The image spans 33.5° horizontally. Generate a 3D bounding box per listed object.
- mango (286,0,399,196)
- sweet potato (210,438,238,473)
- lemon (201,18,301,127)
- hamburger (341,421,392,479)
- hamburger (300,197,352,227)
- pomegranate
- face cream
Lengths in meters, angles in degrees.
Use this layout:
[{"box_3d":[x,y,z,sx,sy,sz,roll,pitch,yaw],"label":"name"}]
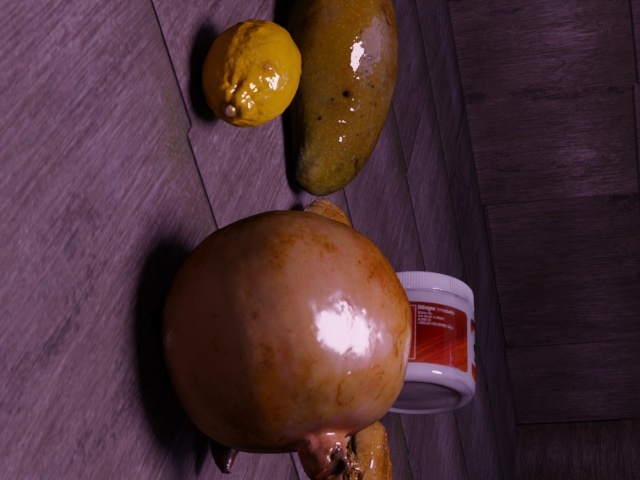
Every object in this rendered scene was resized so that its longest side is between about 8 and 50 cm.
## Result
[{"box_3d":[0.031,-0.230,1.533,0.175,0.176,0.330,179,-92,-66],"label":"mango"},{"box_3d":[-0.089,0.149,1.201,0.265,0.057,0.057,-84,161,-46],"label":"sweet potato"},{"box_3d":[-0.080,-0.189,1.218,0.155,0.114,0.114,-74,154,-47],"label":"lemon"},{"box_3d":[0.064,0.343,1.624,0.147,0.083,0.138,-55,133,-70],"label":"hamburger"},{"box_3d":[-0.002,-0.001,1.477,0.102,0.087,0.176,74,23,-44],"label":"hamburger"},{"box_3d":[-0.028,0.109,1.066,0.252,0.229,0.271,18,53,-43],"label":"pomegranate"},{"box_3d":[0.158,0.175,1.779,0.201,0.201,0.187,58,31,-58],"label":"face cream"}]
